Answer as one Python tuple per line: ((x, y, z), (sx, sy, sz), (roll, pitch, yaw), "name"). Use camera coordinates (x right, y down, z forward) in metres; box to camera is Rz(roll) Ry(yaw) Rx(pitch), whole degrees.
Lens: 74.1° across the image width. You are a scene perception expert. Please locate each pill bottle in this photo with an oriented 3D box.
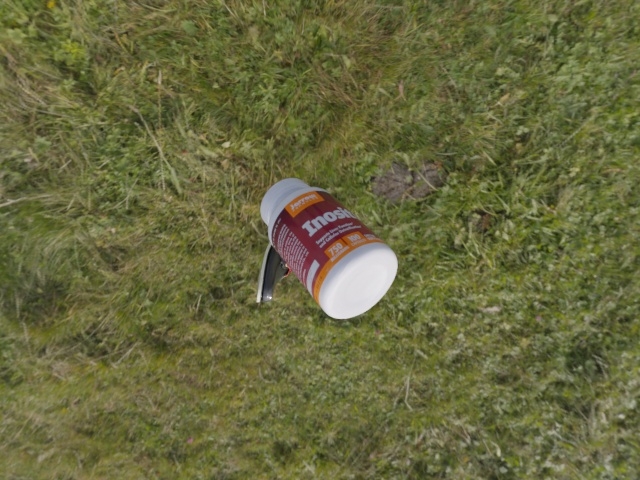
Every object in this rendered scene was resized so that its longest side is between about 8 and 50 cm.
((0.000, 0.000, 0.433), (0.086, 0.152, 0.086), (-23, 137, -24), "pill bottle")

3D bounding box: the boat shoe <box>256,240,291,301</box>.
((-0.050, 0.022, 0.519), (0.041, 0.133, 0.049), (16, 133, -4), "boat shoe")
